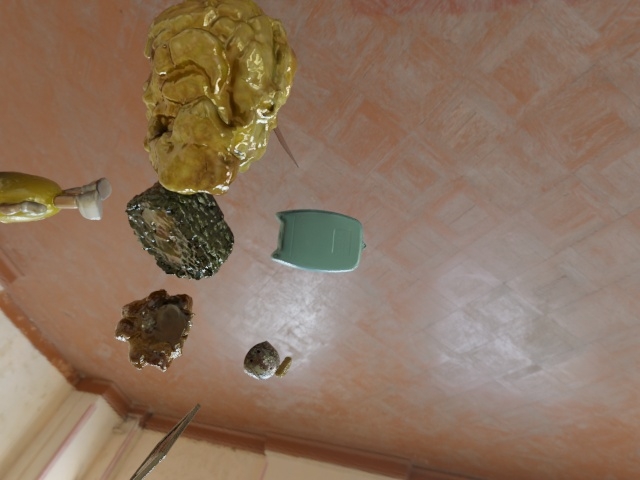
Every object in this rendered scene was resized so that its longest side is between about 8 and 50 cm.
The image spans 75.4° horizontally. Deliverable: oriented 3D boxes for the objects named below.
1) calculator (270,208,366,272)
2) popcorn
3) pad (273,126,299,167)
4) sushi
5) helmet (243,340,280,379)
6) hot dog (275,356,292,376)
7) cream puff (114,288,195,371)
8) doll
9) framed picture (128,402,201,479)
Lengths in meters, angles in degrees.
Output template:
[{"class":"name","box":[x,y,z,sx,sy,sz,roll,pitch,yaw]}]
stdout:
[{"class":"calculator","box":[0.000,0.000,1.676,0.386,0.256,0.054,7,170,-9]},{"class":"popcorn","box":[-0.167,-0.210,0.643,0.225,0.332,0.265,14,155,-17]},{"class":"pad","box":[-0.139,-0.349,1.273,0.004,0.243,0.163,-29,159,6]},{"class":"sushi","box":[-0.465,-0.037,1.368,0.294,0.178,0.352,-3,126,27]},{"class":"helmet","box":[-0.230,0.508,1.710,0.107,0.153,0.177,32,164,26]},{"class":"hot dog","box":[-0.134,0.473,1.531,0.030,0.090,0.034,6,129,31]},{"class":"cream puff","box":[-0.516,0.272,1.323,0.241,0.269,0.155,47,141,-3]},{"class":"doll","box":[-0.901,-0.145,1.330,0.423,0.348,0.161,7,109,9]},{"class":"framed picture","box":[-0.539,0.705,1.401,0.024,0.315,0.232,44,95,-2]}]
